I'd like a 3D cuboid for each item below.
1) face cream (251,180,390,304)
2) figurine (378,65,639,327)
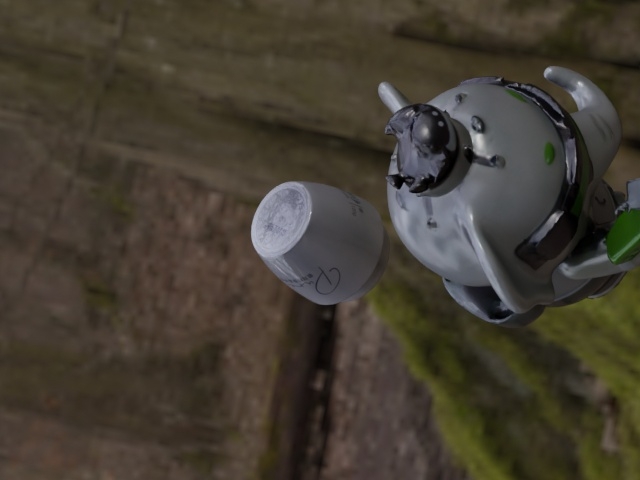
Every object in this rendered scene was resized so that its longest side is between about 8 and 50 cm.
[{"bbox_3d":[0.000,0.000,1.508,0.095,0.091,0.091,29,-114,-42],"label":"face cream"},{"bbox_3d":[0.094,-0.022,0.937,0.126,0.147,0.192,-47,-34,14],"label":"figurine"}]
